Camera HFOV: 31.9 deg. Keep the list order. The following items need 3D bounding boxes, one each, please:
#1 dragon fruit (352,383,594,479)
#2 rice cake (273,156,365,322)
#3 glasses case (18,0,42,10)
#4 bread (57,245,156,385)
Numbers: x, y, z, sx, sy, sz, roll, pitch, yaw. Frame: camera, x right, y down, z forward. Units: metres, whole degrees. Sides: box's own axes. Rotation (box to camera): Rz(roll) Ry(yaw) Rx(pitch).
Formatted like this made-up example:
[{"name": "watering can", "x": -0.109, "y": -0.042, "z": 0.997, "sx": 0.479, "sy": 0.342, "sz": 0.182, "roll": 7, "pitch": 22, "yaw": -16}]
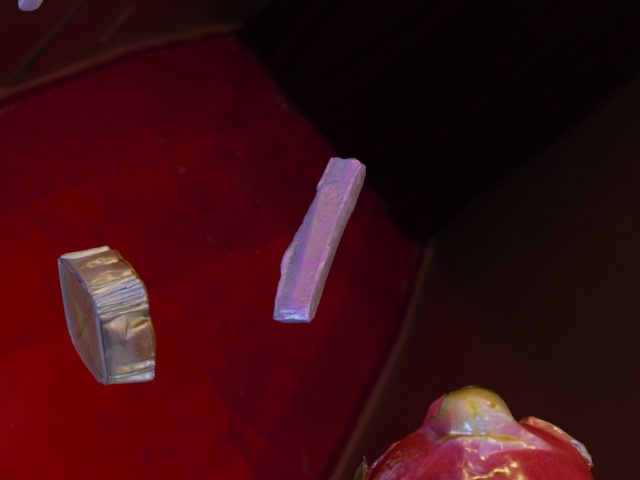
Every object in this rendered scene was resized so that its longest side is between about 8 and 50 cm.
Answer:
[{"name": "dragon fruit", "x": 0.165, "y": 0.262, "z": 1.062, "sx": 0.305, "sy": 0.305, "sz": 0.226, "roll": 37, "pitch": 66, "yaw": -24}, {"name": "rice cake", "x": 0.000, "y": 0.000, "z": 1.160, "sx": 0.036, "sy": 0.047, "sz": 0.207, "roll": 57, "pitch": 46, "yaw": -45}, {"name": "glasses case", "x": -0.430, "y": -0.371, "z": 1.677, "sx": 0.032, "sy": 0.083, "sz": 0.021, "roll": -9, "pitch": 72, "yaw": -32}, {"name": "bread", "x": -0.345, "y": 0.123, "z": 1.844, "sx": 0.109, "sy": 0.210, "sz": 0.192, "roll": -18, "pitch": 31, "yaw": -25}]
